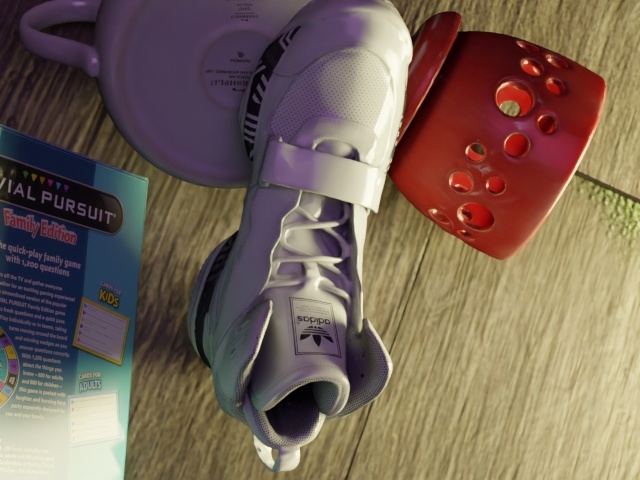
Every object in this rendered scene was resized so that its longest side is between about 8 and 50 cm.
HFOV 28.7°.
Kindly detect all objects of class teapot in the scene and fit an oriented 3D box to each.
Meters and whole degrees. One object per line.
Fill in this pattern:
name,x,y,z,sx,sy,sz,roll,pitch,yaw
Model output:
teapot,-0.087,-0.178,1.092,0.252,0.187,0.256,-43,119,10

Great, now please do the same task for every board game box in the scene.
board game box,-0.253,0.087,0.970,0.079,0.254,0.336,-4,76,30

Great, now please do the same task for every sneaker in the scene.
sneaker,0.000,0.000,0.979,0.137,0.210,0.365,11,117,-21

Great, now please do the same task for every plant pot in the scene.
plant pot,0.138,-0.103,1.131,0.174,0.191,0.191,30,74,-5
